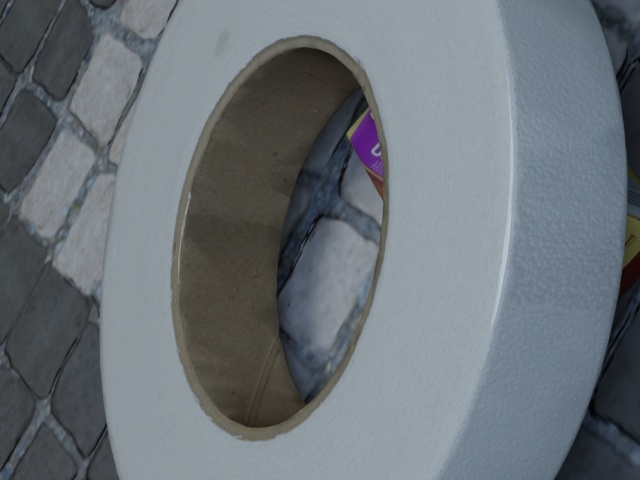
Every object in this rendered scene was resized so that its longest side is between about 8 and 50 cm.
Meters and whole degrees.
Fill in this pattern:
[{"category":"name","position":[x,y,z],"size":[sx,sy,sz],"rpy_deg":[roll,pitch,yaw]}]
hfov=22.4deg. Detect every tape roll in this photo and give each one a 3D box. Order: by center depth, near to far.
[{"category":"tape roll","position":[0.000,0.000,0.834],"size":[0.392,0.072,0.392],"rpy_deg":[-23,63,54]}]

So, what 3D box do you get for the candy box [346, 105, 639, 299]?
[{"category":"candy box","position":[0.092,-0.031,0.828],"size":[0.109,0.053,0.187],"rpy_deg":[-51,43,25]}]
